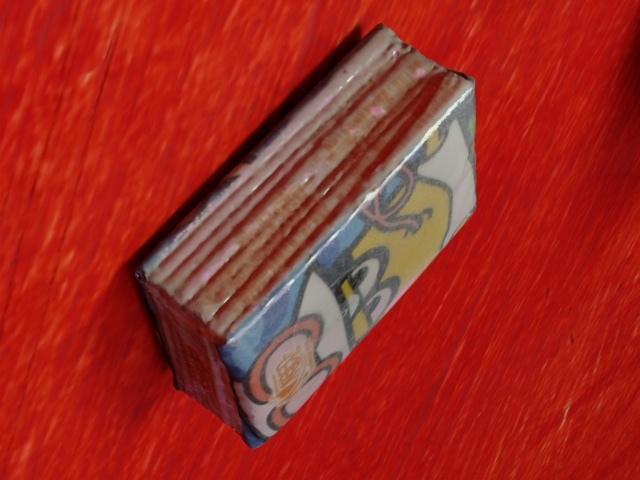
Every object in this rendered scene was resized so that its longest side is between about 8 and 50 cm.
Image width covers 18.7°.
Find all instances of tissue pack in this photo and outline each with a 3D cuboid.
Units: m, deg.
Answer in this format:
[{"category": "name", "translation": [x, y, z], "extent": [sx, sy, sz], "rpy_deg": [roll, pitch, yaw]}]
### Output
[{"category": "tissue pack", "translation": [0.000, 0.000, 0.815], "extent": [0.155, 0.065, 0.115], "rpy_deg": [-48, 158, -18]}]
